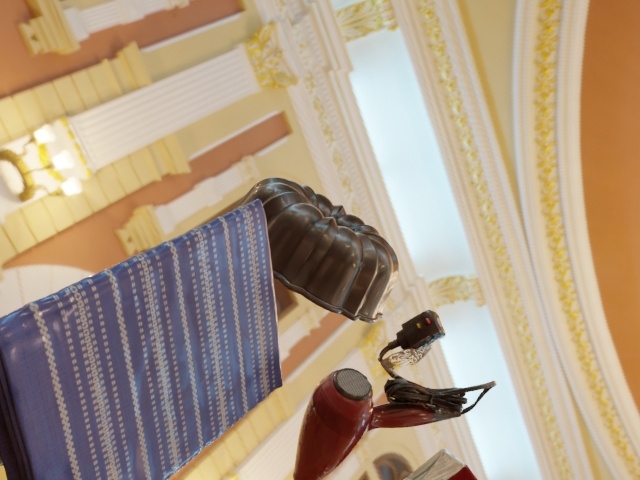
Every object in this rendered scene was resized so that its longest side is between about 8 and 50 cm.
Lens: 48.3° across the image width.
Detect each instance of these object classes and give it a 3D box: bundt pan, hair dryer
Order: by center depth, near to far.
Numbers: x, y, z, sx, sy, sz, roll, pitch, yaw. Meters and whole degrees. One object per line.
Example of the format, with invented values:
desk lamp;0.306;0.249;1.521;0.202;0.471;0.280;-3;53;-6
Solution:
hair dryer;0.081;0.234;0.922;0.293;0.080;0.223;-32;-54;9
bundt pan;0.000;0.000;1.251;0.331;0.331;0.124;36;-79;17

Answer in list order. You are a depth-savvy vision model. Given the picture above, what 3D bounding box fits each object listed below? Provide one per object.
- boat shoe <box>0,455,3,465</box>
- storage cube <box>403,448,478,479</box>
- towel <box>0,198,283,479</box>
boat shoe;-0.460;0.212;0.751;0.156;0.500;0.187;-22;-95;7
storage cube;0.208;0.486;1.174;0.193;0.184;0.215;53;-6;5
towel;-0.158;0.120;0.697;0.040;0.336;0.243;12;-63;33
